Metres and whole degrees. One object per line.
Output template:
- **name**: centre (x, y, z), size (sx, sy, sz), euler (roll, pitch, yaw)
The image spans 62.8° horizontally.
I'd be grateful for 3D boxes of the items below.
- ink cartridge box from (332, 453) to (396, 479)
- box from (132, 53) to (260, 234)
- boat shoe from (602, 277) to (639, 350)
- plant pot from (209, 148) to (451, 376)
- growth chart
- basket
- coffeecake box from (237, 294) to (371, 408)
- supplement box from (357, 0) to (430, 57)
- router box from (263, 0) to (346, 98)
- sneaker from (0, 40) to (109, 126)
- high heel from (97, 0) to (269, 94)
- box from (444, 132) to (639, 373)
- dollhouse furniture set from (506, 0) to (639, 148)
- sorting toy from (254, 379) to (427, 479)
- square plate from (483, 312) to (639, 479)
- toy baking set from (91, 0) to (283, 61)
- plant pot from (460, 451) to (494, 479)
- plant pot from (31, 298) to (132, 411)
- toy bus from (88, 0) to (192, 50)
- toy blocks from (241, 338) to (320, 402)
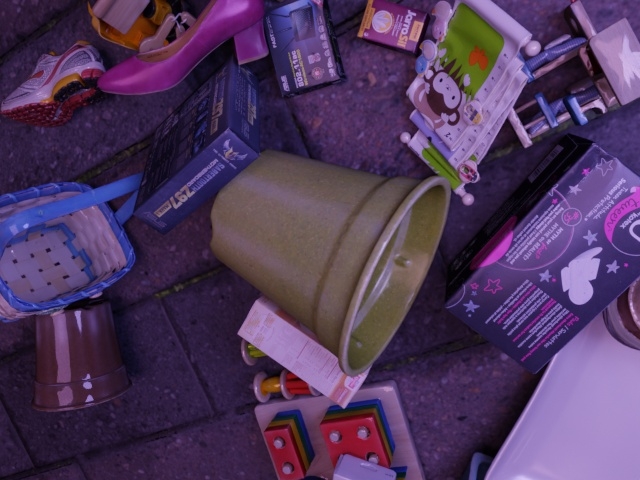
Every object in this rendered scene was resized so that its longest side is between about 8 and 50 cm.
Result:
- **ink cartridge box**: centre (0.057, 0.395, 0.781), size (0.088, 0.052, 0.122), euler (13, 105, 15)
- **box**: centre (-0.168, -0.141, 0.738), size (0.183, 0.233, 0.059), euler (-37, 126, 21)
- **boat shoe**: centre (0.498, 0.095, 0.588), size (0.324, 0.116, 0.123), euler (5, 73, -3)
- **plant pot**: centre (0.000, 0.000, 0.714), size (0.254, 0.276, 0.276), euler (26, 109, 23)
- **growth chart**: centre (0.172, -0.184, 0.657), size (0.172, 0.021, 0.237), euler (48, 142, 32)
- **basket**: centre (-0.411, -0.002, 0.838), size (0.289, 0.255, 0.201), euler (-39, 85, 40)
- **coffeecake box**: centre (-0.007, 0.143, 0.791), size (0.185, 0.142, 0.068), euler (33, 111, 8)
- **supplement box**: centre (0.099, -0.289, 0.710), size (0.083, 0.043, 0.055), euler (20, 106, 12)
- **router box**: centre (-0.024, -0.278, 0.755), size (0.092, 0.038, 0.122), euler (-12, 99, 21)
- **sneaker**: centre (-0.446, -0.259, 0.884), size (0.225, 0.088, 0.093), euler (-16, 77, 20)
- **high heel**: centre (-0.190, -0.275, 0.697), size (0.244, 0.082, 0.117), euler (-16, 132, -5)
- **box**: centre (0.289, 0.011, 0.655), size (0.142, 0.163, 0.247), euler (39, 111, 2)
- **dollhouse furniture set**: centre (0.267, -0.193, 0.602), size (0.129, 0.183, 0.129), euler (-29, 92, 21)
- **sorting toy**: centre (0.030, 0.383, 0.864), size (0.257, 0.089, 0.255), euler (-15, 98, 20)
- **square plate**: centre (0.449, 0.263, 0.698), size (0.344, 0.049, 0.347), euler (26, 99, 10)
- **toy baking set**: centre (-0.174, -0.341, 0.708), size (0.256, 0.197, 0.030), euler (-28, 58, 0)
- **plant pot**: centre (0.265, 0.520, 0.746), size (0.247, 0.248, 0.252), euler (26, 126, 10)
- **plant pot**: centre (-0.436, 0.195, 0.941), size (0.167, 0.167, 0.165), euler (-5, 93, 19)
- **toy bus**: centre (-0.281, -0.420, 0.759), size (0.211, 0.149, 0.220), euler (41, 114, 19)
- **toy blocks**: centre (-0.045, 0.201, 0.865), size (0.148, 0.054, 0.123), euler (-14, 98, 20)
